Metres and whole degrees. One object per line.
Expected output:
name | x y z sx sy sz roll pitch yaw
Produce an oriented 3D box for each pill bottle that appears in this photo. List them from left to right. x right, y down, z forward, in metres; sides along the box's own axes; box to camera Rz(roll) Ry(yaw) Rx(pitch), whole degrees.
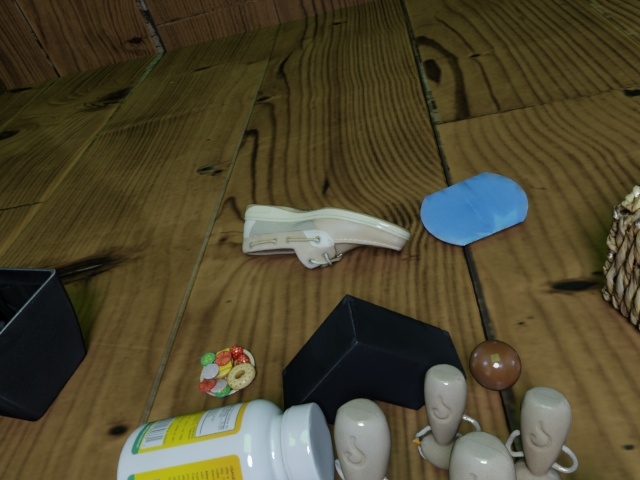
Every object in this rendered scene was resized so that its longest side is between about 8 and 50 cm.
pill bottle | -0.096 0.239 0.531 0.208 0.118 0.118 -16 39 10

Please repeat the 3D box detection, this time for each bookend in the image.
bookend | 0.059 0.162 0.595 0.157 0.156 0.072 22 33 -23

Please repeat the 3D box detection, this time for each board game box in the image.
board game box | 0.254 -0.044 0.815 0.168 0.033 0.133 -23 44 1

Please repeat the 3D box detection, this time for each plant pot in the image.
plant pot | -0.473 0.165 0.732 0.187 0.167 0.188 0 41 21

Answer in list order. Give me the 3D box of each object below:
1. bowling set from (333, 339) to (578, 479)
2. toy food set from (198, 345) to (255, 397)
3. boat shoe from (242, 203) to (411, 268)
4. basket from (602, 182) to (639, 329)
bowling set | 0.173 0.211 0.483 0.286 0.154 0.200 10 28 32
toy food set | -0.134 0.185 0.696 0.082 0.020 0.083 -21 39 -4
boat shoe | 0.000 0.000 0.815 0.302 0.109 0.098 7 84 26
basket | 0.500 0.012 0.510 0.299 0.214 0.223 -20 38 -3
